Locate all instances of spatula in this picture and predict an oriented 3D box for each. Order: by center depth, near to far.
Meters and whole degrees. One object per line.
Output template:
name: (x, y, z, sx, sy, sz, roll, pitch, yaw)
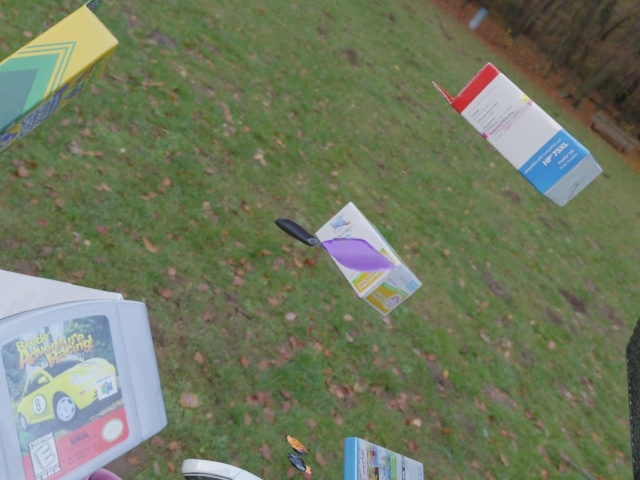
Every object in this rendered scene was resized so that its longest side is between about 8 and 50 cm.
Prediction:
spatula: (0.000, 0.000, 0.904, 0.084, 0.030, 0.296, -3, 13, -31)

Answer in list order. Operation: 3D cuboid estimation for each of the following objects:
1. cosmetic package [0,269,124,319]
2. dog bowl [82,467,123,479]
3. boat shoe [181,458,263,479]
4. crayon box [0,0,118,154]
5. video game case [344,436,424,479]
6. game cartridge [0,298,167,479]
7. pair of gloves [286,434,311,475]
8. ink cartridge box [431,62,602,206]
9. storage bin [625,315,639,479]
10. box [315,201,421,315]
cosmetic package: (-0.561, 0.246, 1.052, 0.284, 0.097, 0.377, 12, 53, 8)
dog bowl: (-0.469, 0.681, 1.259, 0.408, 0.150, 0.408, 51, -10, 12)
boat shoe: (-0.121, 0.396, 0.873, 0.219, 0.077, 0.070, 37, 47, -26)
crayon box: (-0.473, -0.274, 0.987, 0.083, 0.203, 0.323, 48, 64, -18)
video game case: (0.068, 0.271, 0.572, 0.166, 0.015, 0.119, 41, 43, -48)
game cartridge: (-0.295, 0.171, 0.645, 0.294, 0.060, 0.196, -17, 94, -63)
pair of gloves: (-0.051, 0.483, 1.302, 0.074, 0.010, 0.083, 43, 15, -24)
ink cartridge box: (0.273, -0.159, 0.808, 0.231, 0.078, 0.134, 53, 23, 24)
storage bin: (0.340, 0.136, 0.492, 0.122, 0.084, 0.180, 9, 44, 17)
box: (0.096, 0.037, 1.181, 0.114, 0.103, 0.203, 41, 11, -47)
